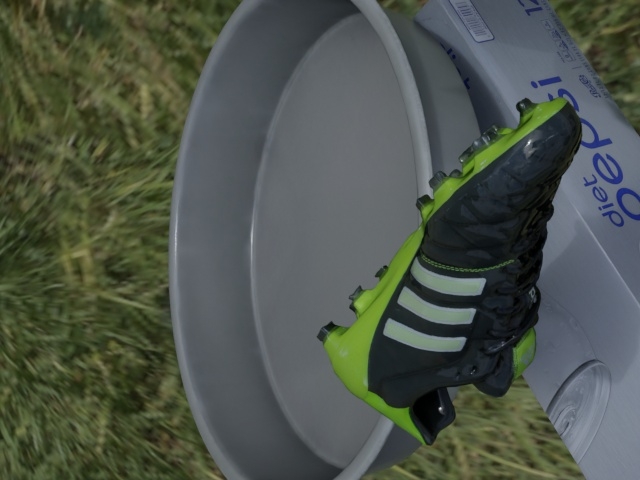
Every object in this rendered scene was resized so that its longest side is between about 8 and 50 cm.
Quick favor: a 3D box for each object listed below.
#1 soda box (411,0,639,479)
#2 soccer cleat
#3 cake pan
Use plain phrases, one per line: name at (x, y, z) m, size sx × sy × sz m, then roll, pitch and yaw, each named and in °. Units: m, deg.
soda box at (0.137, -0.003, 0.941) m, size 0.091 × 0.098 × 0.286 m, roll -16°, pitch 70°, yaw -44°
soccer cleat at (0.062, 0.014, 0.646) m, size 0.072 × 0.179 × 0.060 m, roll 42°, pitch 48°, yaw 8°
cake pan at (0.000, 0.000, 0.916) m, size 0.054 × 0.293 × 0.293 m, roll 3°, pitch 87°, yaw -29°
